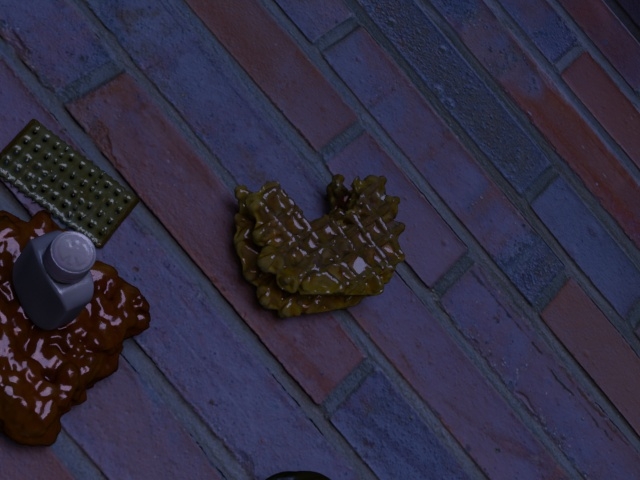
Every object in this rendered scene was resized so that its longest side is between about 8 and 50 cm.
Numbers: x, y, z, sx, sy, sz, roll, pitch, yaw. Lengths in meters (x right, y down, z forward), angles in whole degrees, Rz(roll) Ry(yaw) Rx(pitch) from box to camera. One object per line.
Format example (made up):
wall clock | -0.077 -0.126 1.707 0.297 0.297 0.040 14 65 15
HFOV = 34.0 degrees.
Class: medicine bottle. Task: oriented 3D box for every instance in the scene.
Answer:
medicine bottle | -0.379 0.050 1.501 0.069 0.183 0.119 -23 80 -35

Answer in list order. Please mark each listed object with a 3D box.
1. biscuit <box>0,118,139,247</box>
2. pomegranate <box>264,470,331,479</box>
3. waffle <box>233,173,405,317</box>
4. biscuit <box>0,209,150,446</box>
biscuit | -0.434 -0.096 1.785 0.231 0.016 0.139 39 52 -10
pomegranate | -0.023 0.460 1.688 0.191 0.152 0.131 58 43 -21
waffle | 0.000 0.000 1.919 0.324 0.151 0.261 -10 77 -31
biscuit | -0.452 0.121 1.607 0.318 0.110 0.312 43 54 -6
